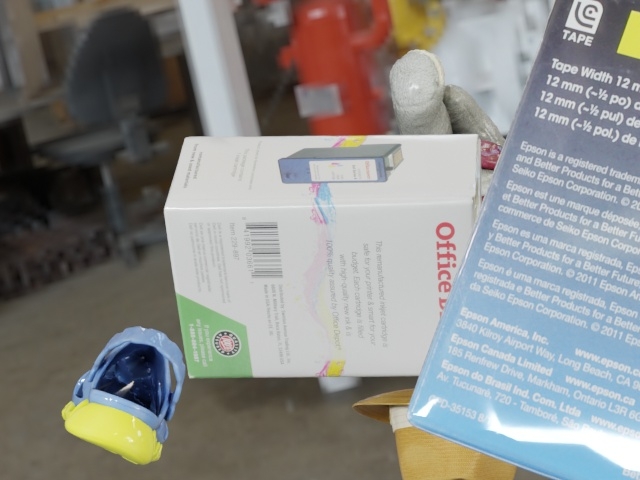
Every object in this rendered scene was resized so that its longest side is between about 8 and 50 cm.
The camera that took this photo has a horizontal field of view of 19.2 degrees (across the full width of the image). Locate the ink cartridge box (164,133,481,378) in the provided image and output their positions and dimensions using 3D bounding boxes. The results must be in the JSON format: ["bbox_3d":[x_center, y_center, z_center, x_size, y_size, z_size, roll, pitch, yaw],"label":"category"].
[{"bbox_3d":[0.009,0.012,1.323,0.212,0.154,0.093,0,35,8],"label":"ink cartridge box"}]

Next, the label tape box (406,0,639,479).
[{"bbox_3d":[0.230,-0.012,1.095,0.249,0.348,0.115,19,-5,24],"label":"label tape box"}]

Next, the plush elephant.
[{"bbox_3d":[0.232,-0.047,2.150,0.255,0.272,0.330,-8,-21,7],"label":"plush elephant"}]

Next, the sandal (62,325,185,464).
[{"bbox_3d":[-0.208,0.168,2.098,0.126,0.138,0.317,25,-7,-9],"label":"sandal"}]

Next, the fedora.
[{"bbox_3d":[0.116,0.172,1.599,0.194,0.079,0.194,1,-12,0],"label":"fedora"}]
